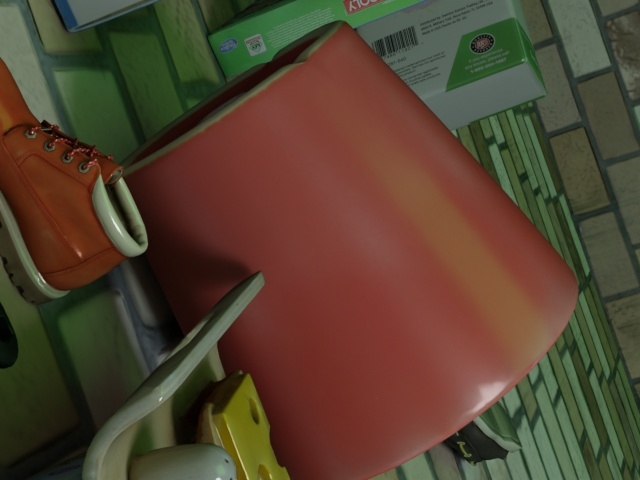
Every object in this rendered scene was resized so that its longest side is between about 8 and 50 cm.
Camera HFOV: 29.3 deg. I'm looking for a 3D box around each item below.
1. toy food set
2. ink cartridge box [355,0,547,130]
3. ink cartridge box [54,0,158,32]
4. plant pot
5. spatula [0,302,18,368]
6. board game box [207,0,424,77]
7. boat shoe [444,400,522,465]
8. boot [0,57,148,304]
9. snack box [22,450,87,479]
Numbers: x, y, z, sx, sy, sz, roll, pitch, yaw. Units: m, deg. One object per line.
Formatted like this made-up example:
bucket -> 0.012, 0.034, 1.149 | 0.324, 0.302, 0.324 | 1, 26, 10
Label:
toy food set -> -0.011, 0.183, 0.666 | 0.220, 0.092, 0.306 | -55, 127, -74
ink cartridge box -> 0.153, -0.292, 1.581 | 0.117, 0.201, 0.278 | 35, 40, -60
ink cartridge box -> -0.129, -0.309, 0.947 | 0.223, 0.129, 0.307 | 66, 20, -14
plant pot -> 0.000, 0.000, 0.855 | 0.243, 0.275, 0.275 | 55, 23, -13
spatula -> -0.224, -0.067, 0.617 | 0.084, 0.030, 0.296 | -54, 122, -69
board game box -> 0.070, -0.249, 1.145 | 0.046, 0.317, 0.213 | 66, 20, -16
boat shoe -> 0.153, 0.195, 1.334 | 0.228, 0.069, 0.081 | 43, 22, -53
boot -> -0.157, -0.049, 0.704 | 0.157, 0.085, 0.059 | 66, 22, -10
snack box -> -0.116, 0.201, 0.604 | 0.207, 0.070, 0.174 | -14, 86, -70
